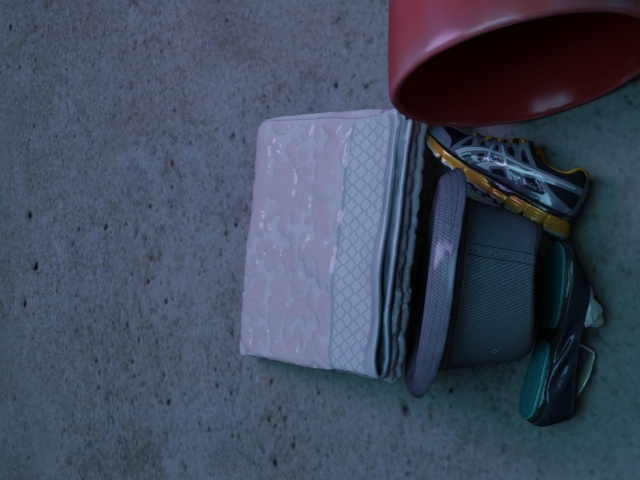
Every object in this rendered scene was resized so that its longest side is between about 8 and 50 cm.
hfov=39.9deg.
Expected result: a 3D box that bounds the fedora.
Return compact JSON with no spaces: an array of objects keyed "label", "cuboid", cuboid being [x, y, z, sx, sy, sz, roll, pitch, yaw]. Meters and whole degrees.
[{"label":"fedora","cuboid":[0.168,0.053,0.945,0.124,0.275,0.243,8,61,4]}]

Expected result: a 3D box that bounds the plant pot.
[{"label":"plant pot","cuboid":[0.189,-0.279,0.916,0.275,0.275,0.243,-18,74,35]}]

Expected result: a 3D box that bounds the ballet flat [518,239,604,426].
[{"label":"ballet flat","cuboid":[0.265,0.102,0.950,0.074,0.074,0.203,12,93,37]}]

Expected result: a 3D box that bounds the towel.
[{"label":"towel","cuboid":[0.000,0.000,1.121,0.317,0.053,0.331,2,86,53]}]

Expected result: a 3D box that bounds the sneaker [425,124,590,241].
[{"label":"sneaker","cuboid":[0.210,-0.083,1.004,0.215,0.084,0.083,37,97,28]}]
